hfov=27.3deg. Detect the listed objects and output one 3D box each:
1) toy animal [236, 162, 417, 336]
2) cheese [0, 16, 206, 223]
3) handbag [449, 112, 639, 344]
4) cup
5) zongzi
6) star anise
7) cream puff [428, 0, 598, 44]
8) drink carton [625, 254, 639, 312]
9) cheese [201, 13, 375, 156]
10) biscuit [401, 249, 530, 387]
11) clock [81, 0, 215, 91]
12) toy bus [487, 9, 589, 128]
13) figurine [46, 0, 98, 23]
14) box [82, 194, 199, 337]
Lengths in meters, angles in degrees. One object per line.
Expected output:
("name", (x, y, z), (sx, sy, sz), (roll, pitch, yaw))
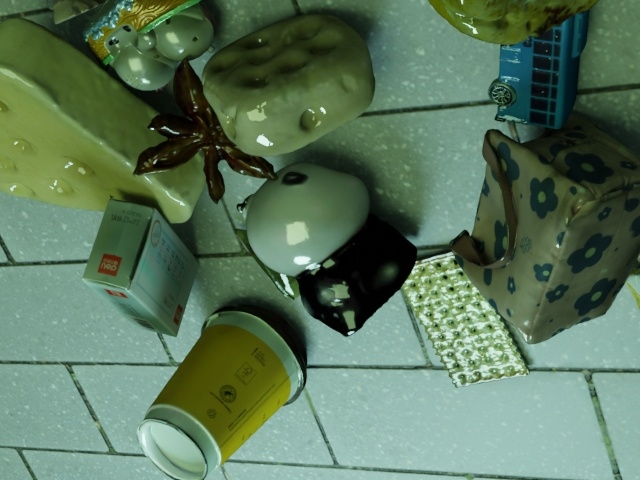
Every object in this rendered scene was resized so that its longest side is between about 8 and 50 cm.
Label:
("toy animal", (0.005, -0.002, 1.849), (0.235, 0.165, 0.187), (49, 130, -9))
("cheese", (-0.388, -0.147, 1.951), (0.383, 0.104, 0.384), (17, 153, 9))
("handbag", (0.287, -0.027, 1.639), (0.193, 0.190, 0.252), (45, 141, 33))
("cup", (-0.155, 0.239, 2.058), (0.196, 0.280, 0.196), (21, 135, 22))
("zongzi", (-0.078, 0.035, 2.011), (0.113, 0.052, 0.104), (19, 139, 34))
("star anise", (-0.149, -0.154, 1.807), (0.212, 0.111, 0.196), (0, 103, -5))
("cream puff", (0.198, -0.388, 1.375), (0.291, 0.324, 0.257), (-48, 58, 29))
("drink carton", (0.443, 0.063, 1.704), (0.074, 0.084, 0.200), (13, 136, 55))
("cheese", (-0.045, -0.195, 1.688), (0.235, 0.218, 0.117), (4, 131, 35))
("biscuit", (0.202, 0.115, 1.928), (0.139, 0.016, 0.231), (-15, 116, 37))
("clock", (-0.230, -0.284, 1.806), (0.144, 0.103, 0.231), (39, 140, -21))
("toy bus", (0.262, -0.233, 1.569), (0.106, 0.090, 0.185), (14, 132, 20))
("figurine", (-0.400, -0.436, 1.706), (0.377, 0.266, 0.361), (-9, 106, 61))
("box", (-0.265, 0.043, 1.980), (0.079, 0.135, 0.269), (11, 164, 13))
